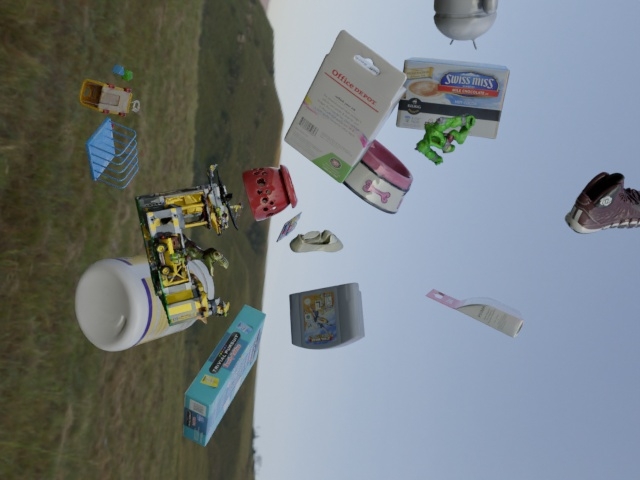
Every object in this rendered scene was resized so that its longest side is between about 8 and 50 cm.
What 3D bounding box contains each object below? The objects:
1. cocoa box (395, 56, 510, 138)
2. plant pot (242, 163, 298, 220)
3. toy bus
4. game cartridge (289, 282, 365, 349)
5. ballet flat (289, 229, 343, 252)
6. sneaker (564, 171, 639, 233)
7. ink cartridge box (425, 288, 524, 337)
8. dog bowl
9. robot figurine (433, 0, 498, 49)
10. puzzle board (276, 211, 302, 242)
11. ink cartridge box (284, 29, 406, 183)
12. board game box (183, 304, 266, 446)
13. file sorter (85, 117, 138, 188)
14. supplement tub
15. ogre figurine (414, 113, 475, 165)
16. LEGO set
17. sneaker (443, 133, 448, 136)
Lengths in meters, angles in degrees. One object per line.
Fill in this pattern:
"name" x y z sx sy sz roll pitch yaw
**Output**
"cocoa box" 0.457 -0.504 1.846 0.231 0.346 0.228 -53 151 -64
"plant pot" -0.184 -0.185 1.956 0.191 0.174 0.191 163 -90 -89
"toy bus" -0.728 -0.489 1.810 0.202 0.104 0.191 98 14 -54
"game cartridge" 0.012 0.254 1.724 0.297 0.062 0.198 -16 -111 41
"ballet flat" 0.000 0.000 1.926 0.086 0.248 0.086 7 -81 47
"sneaker" 0.790 -0.114 1.381 0.163 0.281 0.106 84 -12 -45
"ink cartridge box" 0.398 0.163 1.363 0.066 0.232 0.189 -62 164 9
"dog bowl" 0.191 -0.293 2.084 0.150 0.407 0.408 -50 -152 22
"robot figurine" 0.457 -0.789 1.663 0.300 0.199 0.354 -121 -158 -56
"puzzle board" -0.118 -0.049 2.024 0.096 0.011 0.128 -38 167 -37
"ink cartridge box" 0.073 -0.349 1.366 0.119 0.207 0.353 -49 175 -48
"board game box" -0.283 0.394 1.568 0.336 0.079 0.254 -59 170 -45
"file sorter" -0.623 -0.257 1.606 0.170 0.104 0.118 115 -3 -56
"supplement tub" -0.480 0.157 1.490 0.331 0.240 0.241 -8 112 -64
"ogre figurine" 0.372 -0.314 1.622 0.197 0.118 0.097 -29 -124 59
"LEGO set" -0.217 0.006 0.982 0.331 0.192 0.255 -179 -102 -69
"sneaker" 0.513 -0.514 2.153 0.108 0.100 0.272 58 48 -45
